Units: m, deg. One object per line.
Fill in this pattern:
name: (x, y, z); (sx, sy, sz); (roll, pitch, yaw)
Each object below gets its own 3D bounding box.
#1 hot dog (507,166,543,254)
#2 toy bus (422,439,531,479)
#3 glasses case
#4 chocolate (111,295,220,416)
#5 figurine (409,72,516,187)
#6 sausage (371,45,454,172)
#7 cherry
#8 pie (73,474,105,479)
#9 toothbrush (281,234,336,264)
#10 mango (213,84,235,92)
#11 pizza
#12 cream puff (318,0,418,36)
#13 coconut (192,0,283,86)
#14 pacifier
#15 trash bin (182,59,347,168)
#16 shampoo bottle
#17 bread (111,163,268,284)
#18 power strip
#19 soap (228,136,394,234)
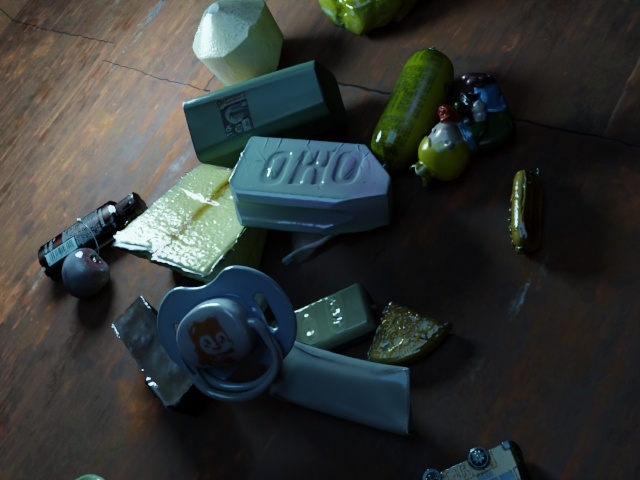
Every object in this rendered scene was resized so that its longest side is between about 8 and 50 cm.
hot dog: (0.396, -0.059, 1.280); (0.055, 0.072, 0.188); (-19, 50, 46)
toy bus: (0.250, 0.401, 1.058); (0.182, 0.091, 0.103); (-30, 53, 13)
glasses case: (0.048, 0.270, 1.241); (0.308, 0.083, 0.128); (8, 94, 33)
chocolate: (-0.343, 0.263, 1.472); (0.112, 0.112, 0.321); (-46, 49, -7)
figurine: (0.280, -0.230, 1.384); (0.234, 0.185, 0.127); (-25, 33, 12)
sausage: (0.210, -0.296, 1.497); (0.123, 0.123, 0.347); (13, 69, 35)
cherry: (-0.639, 0.067, 1.749); (0.115, 0.148, 0.188); (-30, 67, -34)
pie: (-0.490, 0.608, 1.374); (0.240, 0.054, 0.241); (-14, 57, 23)
toothbrush: (0.000, 0.000, 1.498); (0.204, 0.022, 0.017); (-31, 35, 9)
mango: (-0.217, -0.383, 1.802); (0.178, 0.115, 0.090); (-17, 83, 3)
pizza: (0.160, 0.179, 1.281); (0.178, 0.041, 0.131); (-36, 53, 5)
cream puff: (0.132, -0.755, 1.735); (0.378, 0.275, 0.378); (-15, 57, 24)
coconut: (-0.230, -0.557, 1.833); (0.239, 0.244, 0.239); (-14, 54, 21)
pacifier: (-0.166, 0.161, 1.319); (0.299, 0.244, 0.233); (-20, 17, 22)
trash bin: (-0.129, -0.313, 1.622); (0.343, 0.223, 0.158); (-18, 86, 17)
shampoo bottle: (-0.626, -0.018, 1.826); (0.323, 0.084, 0.129); (-33, 54, 6)
bread: (-0.279, -0.067, 1.577); (0.345, 0.242, 0.405); (4, 67, 28)
power strip: (-0.001, 0.181, 1.353); (0.256, 0.070, 0.105); (-25, 52, 13)
soap: (-0.010, -0.120, 1.454); (0.346, 0.115, 0.208); (7, 49, 14)
